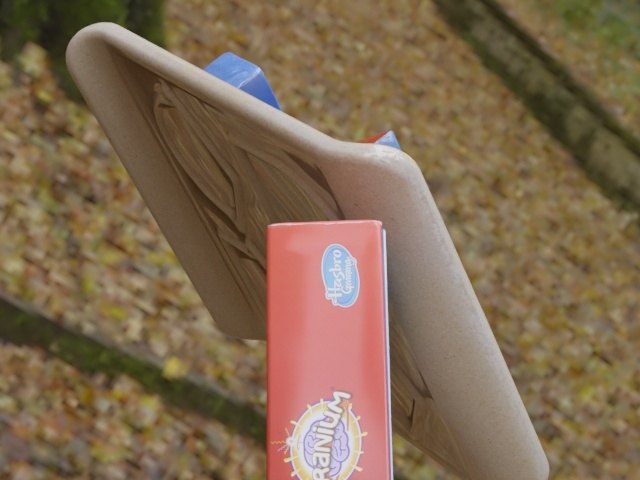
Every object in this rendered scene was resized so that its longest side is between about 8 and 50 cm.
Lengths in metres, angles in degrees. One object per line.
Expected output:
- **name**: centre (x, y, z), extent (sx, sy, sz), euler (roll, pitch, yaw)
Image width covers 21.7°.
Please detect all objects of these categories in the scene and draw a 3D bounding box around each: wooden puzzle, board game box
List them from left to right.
- **wooden puzzle**: centre (0.000, 0.000, 1.157), extent (0.348, 0.080, 0.322), euler (25, -29, 47)
- **board game box**: centre (0.008, 0.182, 0.925), extent (0.064, 0.316, 0.242), euler (-1, -26, 1)
